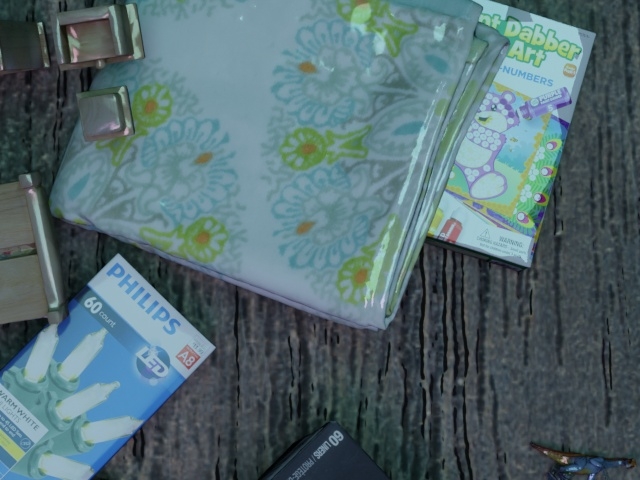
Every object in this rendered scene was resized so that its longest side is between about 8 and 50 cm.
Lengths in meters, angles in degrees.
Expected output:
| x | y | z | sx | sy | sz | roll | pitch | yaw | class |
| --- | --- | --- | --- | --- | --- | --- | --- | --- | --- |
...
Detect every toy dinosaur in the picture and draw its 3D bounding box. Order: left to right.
| x | y | z | sx | sy | sz | roll | pitch | yaw | class |
| --- | --- | --- | --- | --- | --- | --- | --- | --- | --- |
| 0.266 | 0.218 | 1.660 | 0.082 | 0.047 | 0.090 | -23 | 76 | -24 | toy dinosaur |

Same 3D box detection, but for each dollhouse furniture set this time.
| x | y | z | sx | sy | sz | roll | pitch | yaw | class |
| --- | --- | --- | --- | --- | --- | --- | --- | --- | --- |
| -0.287 | -0.026 | 1.586 | 0.303 | 0.174 | 0.356 | -9 | 97 | 5 | dollhouse furniture set |

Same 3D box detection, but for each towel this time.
| x | y | z | sx | sy | sz | roll | pitch | yaw | class |
| --- | --- | --- | --- | --- | --- | --- | --- | --- | --- |
| -0.044 | -0.115 | 1.591 | 0.374 | 0.090 | 0.321 | 20 | 82 | 18 | towel |

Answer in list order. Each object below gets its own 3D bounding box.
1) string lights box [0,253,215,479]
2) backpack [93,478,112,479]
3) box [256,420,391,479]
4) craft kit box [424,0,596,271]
| x | y | z | sx | sy | sz | roll | pitch | yaw | class |
| --- | --- | --- | --- | --- | --- | --- | --- | --- | --- |
| -0.238 | 0.152 | 1.595 | 0.133 | 0.077 | 0.260 | 44 | 78 | -1 | string lights box |
| -0.180 | 0.327 | 1.566 | 0.173 | 0.158 | 0.117 | 42 | 92 | -12 | backpack |
| 0.032 | 0.325 | 1.564 | 0.270 | 0.143 | 0.165 | 46 | 69 | 0 | box |
| 0.120 | -0.122 | 1.669 | 0.249 | 0.061 | 0.247 | 16 | 81 | -3 | craft kit box |
